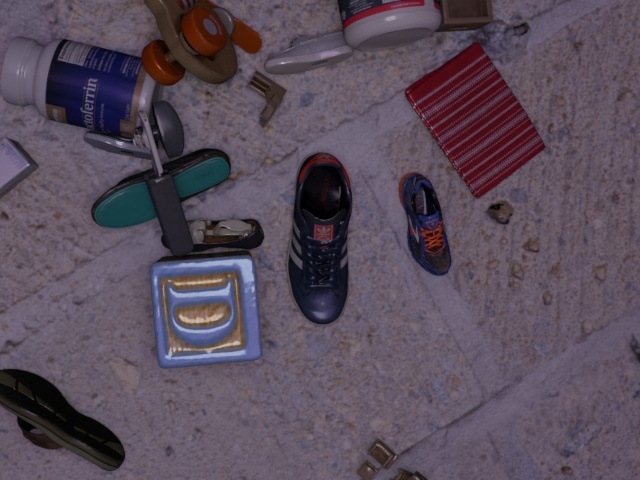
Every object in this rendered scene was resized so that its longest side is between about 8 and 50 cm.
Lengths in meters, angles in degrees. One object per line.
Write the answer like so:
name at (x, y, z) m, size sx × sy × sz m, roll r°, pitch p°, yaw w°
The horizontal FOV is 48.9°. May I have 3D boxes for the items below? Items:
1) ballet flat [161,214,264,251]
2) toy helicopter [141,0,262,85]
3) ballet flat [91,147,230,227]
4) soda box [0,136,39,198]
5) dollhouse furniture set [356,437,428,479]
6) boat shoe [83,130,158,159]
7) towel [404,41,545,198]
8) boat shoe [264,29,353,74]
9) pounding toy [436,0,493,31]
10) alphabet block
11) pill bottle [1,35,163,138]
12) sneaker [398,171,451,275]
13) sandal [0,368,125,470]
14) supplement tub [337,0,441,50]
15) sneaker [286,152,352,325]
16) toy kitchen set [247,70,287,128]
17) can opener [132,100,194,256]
ballet flat at (-0.212, -0.018, 1.388) m, size 0.203 × 0.074 × 0.074 m, roll 0°, pitch 92°, yaw -8°
toy helicopter at (-0.245, -0.457, 1.319) m, size 0.140 × 0.235 × 0.355 m, roll -26°, pitch 82°, yaw 32°
ballet flat at (-0.308, -0.104, 1.364) m, size 0.281 × 0.096 × 0.095 m, roll -23°, pitch 124°, yaw -13°
soda box at (-0.645, -0.098, 1.329) m, size 0.216 × 0.074 × 0.069 m, roll -40°, pitch 97°, yaw -4°
dollhouse furniture set at (0.123, 0.535, 1.464) m, size 0.161 × 0.101 × 0.182 m, roll 40°, pitch 87°, yaw 17°
boat shoe at (-0.387, -0.193, 1.376) m, size 0.142 × 0.049 × 0.040 m, roll 13°, pitch 72°, yaw -9°
towel at (0.323, -0.251, 1.471) m, size 0.199 × 0.031 × 0.274 m, roll -37°, pitch 98°, yaw -7°
boat shoe at (-0.027, -0.380, 1.405) m, size 0.184 × 0.066 × 0.063 m, roll -16°, pitch 84°, yaw -6°
pounding toy at (0.257, -0.493, 1.429) m, size 0.141 × 0.100 × 0.130 m, roll -8°, pitch 94°, yaw -18°
alphabet block at (-0.213, 0.122, 1.333) m, size 0.193 × 0.197 × 0.193 m, roll -3°, pitch 92°, yaw -6°
pill bottle at (-0.437, -0.286, 1.309) m, size 0.265 × 0.153 × 0.153 m, roll 12°, pitch 91°, yaw -7°
sneaker at (0.215, -0.031, 1.436) m, size 0.083 × 0.087 × 0.221 m, roll -20°, pitch 95°, yaw -5°
sandal at (-0.516, 0.358, 1.349) m, size 0.303 × 0.120 × 0.086 m, roll 40°, pitch 101°, yaw -8°
supplement tub at (0.118, -0.519, 1.350) m, size 0.191 × 0.191 × 0.272 m, roll -10°, pitch 92°, yaw -7°
sneaker at (0.000, 0.000, 1.379) m, size 0.131 × 0.148 × 0.349 m, roll -3°, pitch 93°, yaw -7°
toy kitchen set at (-0.123, -0.274, 1.396) m, size 0.075 × 0.083 × 0.068 m, roll 32°, pitch 130°, yaw -7°
can opener at (-0.274, -0.107, 1.276) m, size 0.093 × 0.074 × 0.280 m, roll -15°, pitch 114°, yaw -17°
